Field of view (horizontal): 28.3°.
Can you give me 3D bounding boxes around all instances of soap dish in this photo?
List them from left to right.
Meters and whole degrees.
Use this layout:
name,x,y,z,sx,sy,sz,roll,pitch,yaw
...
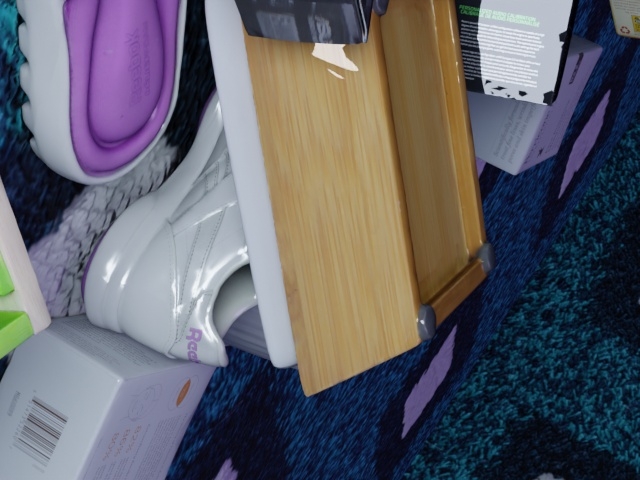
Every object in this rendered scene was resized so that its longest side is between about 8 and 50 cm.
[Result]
name,x,y,z,sx,sy,sz,roll,pitch,yaw
soap dish,0.032,-0.065,0.892,0.229,0.118,0.291,-31,114,-64

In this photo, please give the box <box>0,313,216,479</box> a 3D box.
name,x,y,z,sx,sy,sz,roll,pitch,yaw
box,-0.173,0.133,0.986,0.130,0.091,0.170,-65,162,9

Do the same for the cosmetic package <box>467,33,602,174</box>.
name,x,y,z,sx,sy,sz,roll,pitch,yaw
cosmetic package,0.222,-0.187,1.517,0.183,0.151,0.151,-27,140,-61

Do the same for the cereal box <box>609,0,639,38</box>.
name,x,y,z,sx,sy,sz,roll,pitch,yaw
cereal box,0.275,-0.306,1.032,0.173,0.047,0.240,-59,146,-22

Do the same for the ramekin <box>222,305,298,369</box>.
name,x,y,z,sx,sy,sz,roll,pitch,yaw
ramekin,0.000,0.000,1.215,0.273,0.127,0.273,-53,160,-28

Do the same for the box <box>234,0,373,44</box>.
name,x,y,z,sx,sy,sz,roll,pitch,yaw
box,-0.003,-0.295,0.661,0.242,0.076,0.308,69,28,-67

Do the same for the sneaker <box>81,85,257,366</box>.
name,x,y,z,sx,sy,sz,roll,pitch,yaw
sneaker,-0.048,-0.031,0.993,0.305,0.152,0.114,-57,161,-21

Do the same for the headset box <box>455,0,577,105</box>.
name,x,y,z,sx,sy,sz,roll,pitch,yaw
headset box,0.176,-0.272,1.136,0.246,0.131,0.283,-35,137,-76

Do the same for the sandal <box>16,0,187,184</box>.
name,x,y,z,sx,sy,sz,roll,pitch,yaw
sandal,-0.095,-0.190,0.699,0.169,0.102,0.416,-50,159,-35

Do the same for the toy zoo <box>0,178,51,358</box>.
name,x,y,z,sx,sy,sz,roll,pitch,yaw
toy zoo,-0.249,0.019,0.543,0.293,0.030,0.192,-41,122,-50
